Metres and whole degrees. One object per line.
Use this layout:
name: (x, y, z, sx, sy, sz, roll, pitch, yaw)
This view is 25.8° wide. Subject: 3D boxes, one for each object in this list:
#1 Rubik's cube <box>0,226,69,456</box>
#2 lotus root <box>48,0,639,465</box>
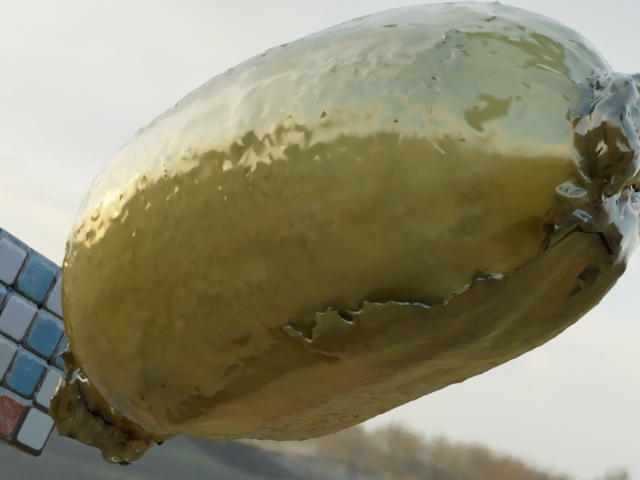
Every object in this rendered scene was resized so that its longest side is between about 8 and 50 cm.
Rubik's cube: (-0.183, 0.045, 0.725, 0.092, 0.092, 0.092, 11, -20, 39)
lotus root: (-0.002, -0.002, 0.504, 0.146, 0.131, 0.303, 10, -25, -37)
